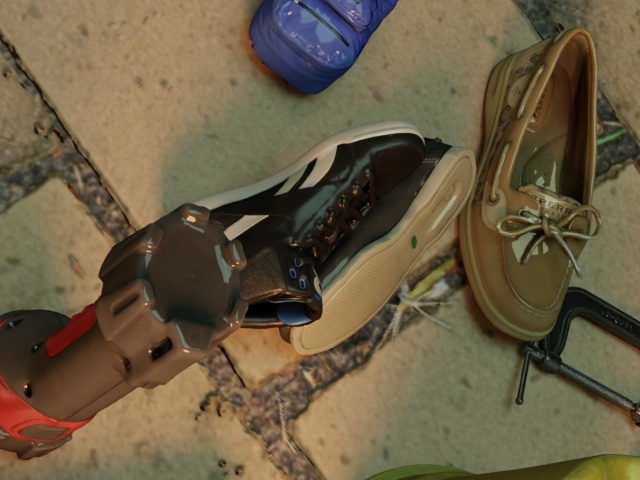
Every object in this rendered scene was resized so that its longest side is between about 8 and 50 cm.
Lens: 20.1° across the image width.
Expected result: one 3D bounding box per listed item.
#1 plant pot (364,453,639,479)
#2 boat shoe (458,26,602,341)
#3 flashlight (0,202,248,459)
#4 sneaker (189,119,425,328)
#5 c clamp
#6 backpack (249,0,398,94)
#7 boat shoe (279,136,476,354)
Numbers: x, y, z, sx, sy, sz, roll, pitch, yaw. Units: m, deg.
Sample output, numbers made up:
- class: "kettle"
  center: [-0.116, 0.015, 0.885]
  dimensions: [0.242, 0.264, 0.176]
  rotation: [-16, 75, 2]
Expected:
- class: "plant pot"
  center: [0.157, 0.268, 1.296]
  dimensions: [0.276, 0.254, 0.276]
  rotation: [12, 64, -27]
- class: "boat shoe"
  center: [0.186, -0.054, 1.544]
  dimensions: [0.105, 0.089, 0.285]
  rotation: [18, 61, -25]
- class: "flashlight"
  center: [-0.146, 0.060, 1.168]
  dimensions: [0.103, 0.304, 0.103]
  rotation: [50, 53, -3]
- class: "sneaker"
  center: [0.000, 0.000, 1.367]
  dimensions: [0.217, 0.079, 0.121]
  rotation: [-25, 56, -6]
- class: "c clamp"
  center: [0.238, 0.111, 1.556]
  dimensions: [0.161, 0.022, 0.137]
  rotation: [24, 55, -19]
- class: "backpack"
  center: [0.001, -0.191, 1.487]
  dimensions: [0.098, 0.101, 0.120]
  rotation: [38, 59, -4]
- class: "boat shoe"
  center: [0.034, 0.001, 1.455]
  dimensions: [0.079, 0.084, 0.233]
  rotation: [27, 58, 25]
